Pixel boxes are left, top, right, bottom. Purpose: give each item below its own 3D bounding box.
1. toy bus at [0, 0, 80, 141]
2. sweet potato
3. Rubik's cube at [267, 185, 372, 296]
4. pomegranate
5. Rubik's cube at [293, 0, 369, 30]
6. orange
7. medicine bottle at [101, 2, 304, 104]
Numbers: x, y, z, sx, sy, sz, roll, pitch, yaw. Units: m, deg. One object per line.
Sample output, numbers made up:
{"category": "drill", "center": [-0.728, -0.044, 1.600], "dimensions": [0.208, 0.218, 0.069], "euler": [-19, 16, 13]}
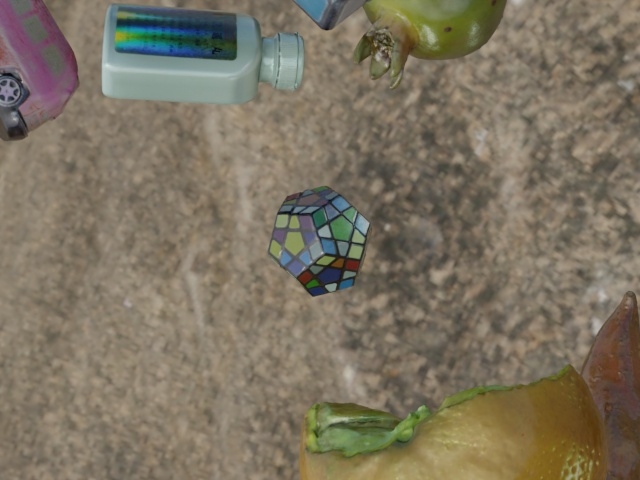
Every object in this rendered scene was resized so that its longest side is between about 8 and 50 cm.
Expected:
{"category": "toy bus", "center": [-0.460, -0.299, 1.611], "dimensions": [0.147, 0.303, 0.127], "euler": [-33, 13, -16]}
{"category": "sweet potato", "center": [0.340, 0.229, 1.316], "dimensions": [0.095, 0.106, 0.355], "euler": [9, 53, 9]}
{"category": "Rubik's cube", "center": [0.000, 0.000, 1.352], "dimensions": [0.133, 0.133, 0.112], "euler": [-41, 42, 29]}
{"category": "pomegranate", "center": [0.143, -0.301, 1.445], "dimensions": [0.198, 0.198, 0.246], "euler": [-22, 51, 44]}
{"category": "Rubik's cube", "center": [0.034, -0.425, 1.029], "dimensions": [0.287, 0.293, 0.292], "euler": [-42, -9, -23]}
{"category": "orange", "center": [0.094, 0.186, 0.849], "dimensions": [0.237, 0.179, 0.159], "euler": [-12, 58, 27]}
{"category": "medicine bottle", "center": [-0.135, -0.214, 1.316], "dimensions": [0.083, 0.228, 0.121], "euler": [100, 169, -47]}
